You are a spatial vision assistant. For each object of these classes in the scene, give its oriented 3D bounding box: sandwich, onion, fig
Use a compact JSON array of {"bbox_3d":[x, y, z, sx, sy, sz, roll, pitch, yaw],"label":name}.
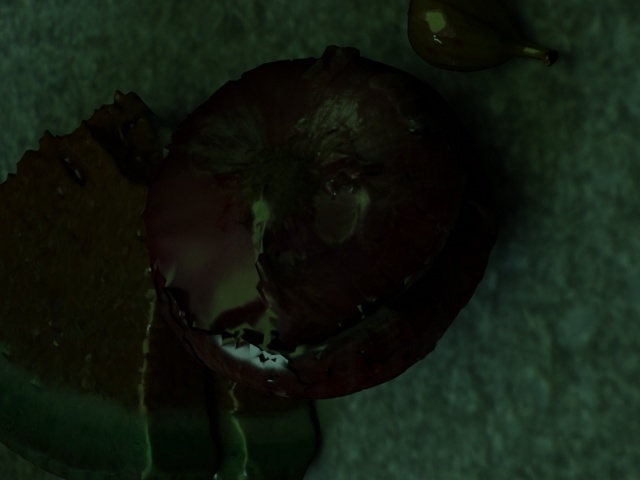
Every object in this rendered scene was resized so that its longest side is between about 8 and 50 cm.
[{"bbox_3d":[-0.120,0.043,1.081,0.292,0.109,0.212,48,121,30],"label":"sandwich"},{"bbox_3d":[0.000,0.000,0.965,0.184,0.147,0.184,-2,64,5],"label":"onion"},{"bbox_3d":[0.081,-0.102,0.942,0.083,0.050,0.050,24,108,24],"label":"fig"}]
